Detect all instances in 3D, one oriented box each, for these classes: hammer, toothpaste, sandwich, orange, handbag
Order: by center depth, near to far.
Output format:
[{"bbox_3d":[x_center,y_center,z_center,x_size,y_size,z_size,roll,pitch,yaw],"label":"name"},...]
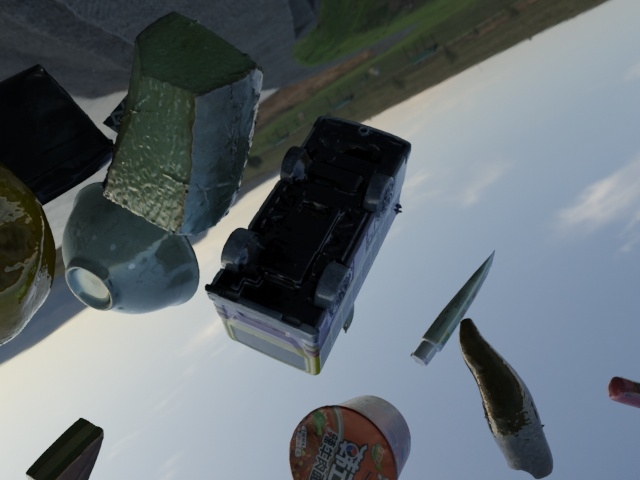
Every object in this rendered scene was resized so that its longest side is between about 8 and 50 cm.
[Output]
[{"bbox_3d":[-0.470,0.015,0.682,0.235,0.279,0.279,-20,-163,44],"label":"orange"},{"bbox_3d":[0.477,0.232,0.837,0.043,0.083,0.043,-164,-90,-88],"label":"hammer"},{"bbox_3d":[-0.516,-0.174,0.964,0.247,0.223,0.080,-43,177,-31],"label":"handbag"},{"bbox_3d":[0.313,0.153,1.259,0.314,0.056,0.058,-49,-164,-20],"label":"toothpaste"},{"bbox_3d":[-0.608,0.568,1.376,0.117,0.144,0.187,10,-139,34],"label":"sandwich"}]

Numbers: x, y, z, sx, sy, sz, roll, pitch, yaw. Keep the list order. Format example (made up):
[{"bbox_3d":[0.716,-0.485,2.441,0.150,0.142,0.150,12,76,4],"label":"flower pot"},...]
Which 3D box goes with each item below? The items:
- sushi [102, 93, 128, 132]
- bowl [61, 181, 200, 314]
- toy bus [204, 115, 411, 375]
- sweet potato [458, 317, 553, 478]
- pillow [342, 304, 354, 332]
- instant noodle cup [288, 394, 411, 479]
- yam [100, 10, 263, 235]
[{"bbox_3d":[-0.318,-0.219,1.027,0.026,0.120,0.126,-38,-159,58],"label":"sushi"},{"bbox_3d":[-0.410,0.053,1.100,0.313,0.313,0.146,-23,-158,39],"label":"bowl"},{"bbox_3d":[0.000,0.000,1.033,0.249,0.209,0.440,86,27,-56],"label":"toy bus"},{"bbox_3d":[0.260,0.226,0.791,0.077,0.243,0.077,-24,174,-3],"label":"sweet potato"},{"bbox_3d":[0.022,0.062,1.329,0.075,0.185,0.302,-9,-151,-11],"label":"pillow"},{"bbox_3d":[0.080,0.467,1.232,0.250,0.250,0.192,-28,169,23],"label":"instant noodle cup"},{"bbox_3d":[-0.193,-0.171,0.812,0.201,0.202,0.271,-52,168,-43],"label":"yam"}]
